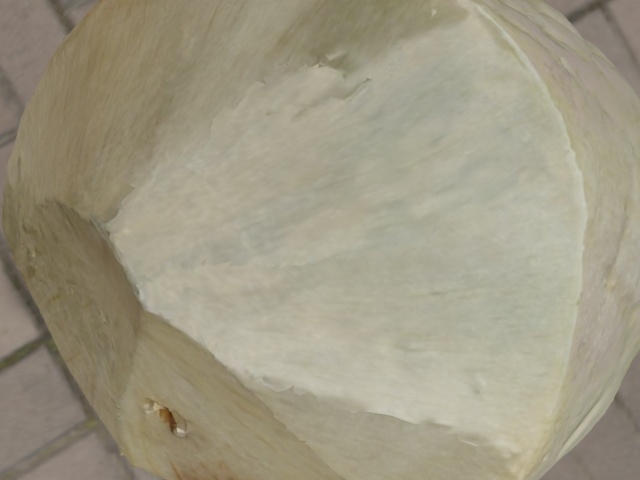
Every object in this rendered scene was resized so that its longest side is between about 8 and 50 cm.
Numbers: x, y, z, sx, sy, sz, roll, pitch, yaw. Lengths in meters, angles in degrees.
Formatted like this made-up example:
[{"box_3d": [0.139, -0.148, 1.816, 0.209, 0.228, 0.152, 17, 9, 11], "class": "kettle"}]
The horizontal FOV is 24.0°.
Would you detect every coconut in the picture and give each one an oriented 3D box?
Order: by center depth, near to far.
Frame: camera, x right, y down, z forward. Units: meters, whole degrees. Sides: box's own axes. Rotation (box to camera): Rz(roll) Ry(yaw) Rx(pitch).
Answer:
[{"box_3d": [0.000, 0.000, 0.896, 0.415, 0.415, 0.345, -13, 87, -29], "class": "coconut"}]
